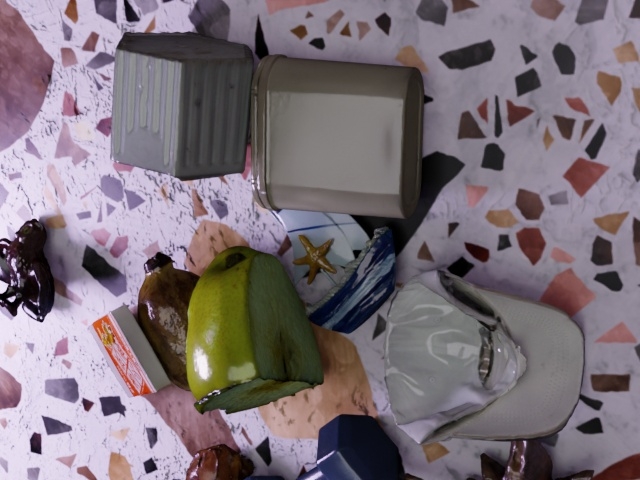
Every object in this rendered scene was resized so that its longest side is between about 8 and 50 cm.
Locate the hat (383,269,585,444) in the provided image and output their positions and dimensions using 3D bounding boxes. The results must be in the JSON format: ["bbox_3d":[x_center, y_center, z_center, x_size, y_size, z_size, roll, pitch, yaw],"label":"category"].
[{"bbox_3d":[0.250,0.175,1.651,0.301,0.168,0.258,6,94,0],"label":"hat"}]

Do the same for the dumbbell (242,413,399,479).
[{"bbox_3d":[-0.014,0.421,1.840,0.143,0.156,0.316,36,124,-23],"label":"dumbbell"}]

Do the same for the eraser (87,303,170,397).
[{"bbox_3d":[-0.343,0.200,1.920,0.157,0.038,0.230,60,157,-2],"label":"eraser"}]

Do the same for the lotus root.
[{"bbox_3d":[-0.236,0.140,1.867,0.145,0.128,0.260,-20,102,16],"label":"lotus root"}]

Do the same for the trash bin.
[{"bbox_3d":[0.025,-0.154,1.645,0.247,0.121,0.244,8,105,22],"label":"trash bin"}]

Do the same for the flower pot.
[{"bbox_3d":[-0.216,-0.216,1.695,0.239,0.209,0.190,14,111,24],"label":"flower pot"}]

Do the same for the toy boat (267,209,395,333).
[{"bbox_3d":[0.000,0.000,1.760,0.291,0.067,0.220,51,120,16],"label":"toy boat"}]

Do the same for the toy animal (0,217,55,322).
[{"bbox_3d":[-0.542,0.053,2.026,0.218,0.116,0.180,25,89,47],"label":"toy animal"}]

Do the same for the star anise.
[{"bbox_3d":[0.316,0.433,1.704,0.349,0.109,0.292,42,114,9],"label":"star anise"}]

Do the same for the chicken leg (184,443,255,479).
[{"bbox_3d":[-0.229,0.491,2.007,0.113,0.093,0.304,34,123,0],"label":"chicken leg"}]

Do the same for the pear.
[{"bbox_3d":[-0.129,0.139,1.745,0.159,0.292,0.293,-14,100,20],"label":"pear"}]
